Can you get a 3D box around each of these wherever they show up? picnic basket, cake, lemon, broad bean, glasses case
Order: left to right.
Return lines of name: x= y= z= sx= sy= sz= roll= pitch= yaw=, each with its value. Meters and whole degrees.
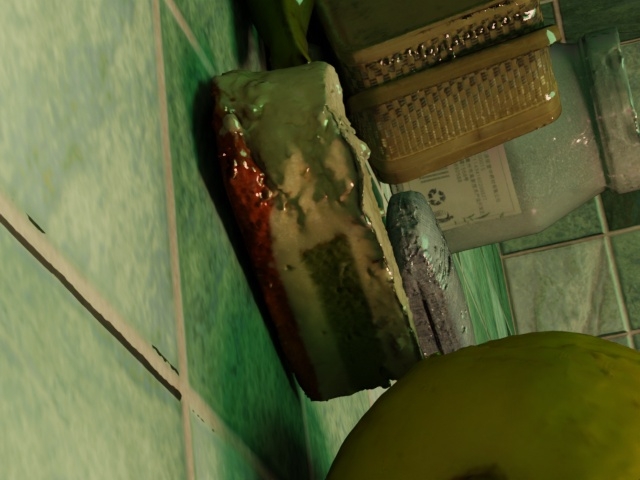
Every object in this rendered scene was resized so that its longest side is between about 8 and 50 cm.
broad bean: x=-0.032 y=-0.236 z=1.084 sx=0.077 sy=0.061 sz=0.339 roll=84 pitch=2 yaw=-48
cake: x=-0.003 y=0.002 z=0.879 sx=0.117 sy=0.086 sz=0.221 roll=-55 pitch=131 yaw=-77
picnic basket: x=0.070 y=-0.186 z=1.158 sx=0.139 sy=0.165 sz=0.267 roll=70 pitch=-3 yaw=-45
glasses case: x=0.118 y=0.065 z=1.541 sx=0.109 sy=0.067 sz=0.282 roll=-90 pitch=163 yaw=-44
lemon: x=0.134 y=0.193 z=0.852 sx=0.297 sy=0.297 sz=0.297 roll=-13 pitch=90 yaw=-80

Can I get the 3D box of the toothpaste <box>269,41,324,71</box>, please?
toothpaste: x=-0.004 y=-0.060 z=1.102 sx=0.064 sy=0.041 sz=0.218 roll=-22 pitch=102 yaw=-69

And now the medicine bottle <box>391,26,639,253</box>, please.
medicine bottle: x=0.229 y=-0.122 z=1.745 sx=0.245 sy=0.289 sz=0.245 roll=-12 pitch=90 yaw=-80
